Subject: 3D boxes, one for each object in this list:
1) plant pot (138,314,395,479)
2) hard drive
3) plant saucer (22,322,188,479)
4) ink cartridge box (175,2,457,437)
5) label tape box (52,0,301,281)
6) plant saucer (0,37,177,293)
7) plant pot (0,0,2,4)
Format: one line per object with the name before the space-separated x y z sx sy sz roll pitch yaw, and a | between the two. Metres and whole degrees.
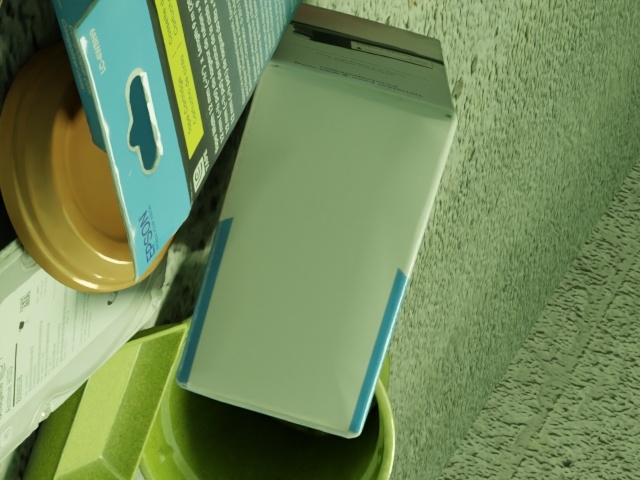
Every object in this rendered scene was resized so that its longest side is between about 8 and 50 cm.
plant pot | -0.033 0.165 1.864 0.254 0.276 0.276 -46 157 -71
hard drive | -0.231 0.046 1.407 0.339 0.064 0.237 -45 153 -46
plant saucer | -0.212 0.165 1.648 0.188 0.045 0.188 -16 129 -68
ink cartridge box | 0.001 -0.038 1.560 0.395 0.166 0.285 -81 -173 -75
label tape box | -0.115 -0.184 1.221 0.249 0.115 0.348 82 28 -50
plant saucer | -0.164 -0.059 1.337 0.200 0.037 0.200 10 77 -53
plant pot | -0.232 -0.216 0.991 0.236 0.032 0.236 3 90 -76
